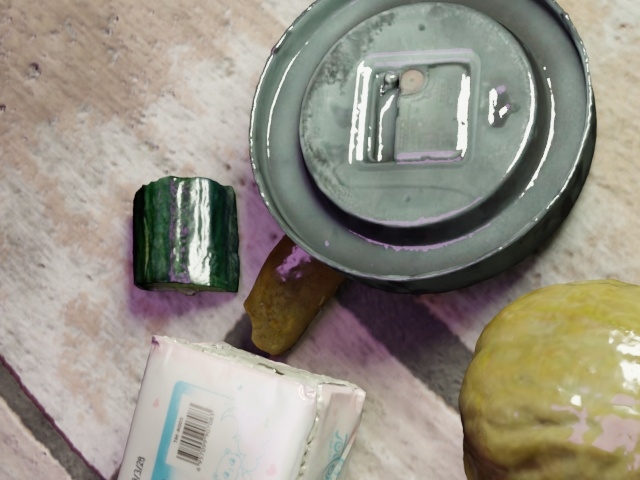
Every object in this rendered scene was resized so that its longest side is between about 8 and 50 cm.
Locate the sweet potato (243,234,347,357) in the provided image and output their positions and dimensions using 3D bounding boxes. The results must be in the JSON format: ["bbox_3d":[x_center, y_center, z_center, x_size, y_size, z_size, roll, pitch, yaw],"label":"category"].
[{"bbox_3d":[0.000,0.000,1.688,0.077,0.077,0.243,37,101,31],"label":"sweet potato"}]

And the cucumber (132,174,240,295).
[{"bbox_3d":[-0.143,0.000,1.782,0.116,0.062,0.115,-9,71,27],"label":"cucumber"}]

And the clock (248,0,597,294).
[{"bbox_3d":[0.094,-0.105,1.623,0.319,0.066,0.318,-7,68,18],"label":"clock"}]

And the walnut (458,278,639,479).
[{"bbox_3d":[0.248,0.146,1.431,0.283,0.227,0.283,-14,38,11],"label":"walnut"}]

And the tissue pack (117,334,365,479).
[{"bbox_3d":[-0.086,0.239,1.653,0.201,0.124,0.271,15,92,30],"label":"tissue pack"}]
